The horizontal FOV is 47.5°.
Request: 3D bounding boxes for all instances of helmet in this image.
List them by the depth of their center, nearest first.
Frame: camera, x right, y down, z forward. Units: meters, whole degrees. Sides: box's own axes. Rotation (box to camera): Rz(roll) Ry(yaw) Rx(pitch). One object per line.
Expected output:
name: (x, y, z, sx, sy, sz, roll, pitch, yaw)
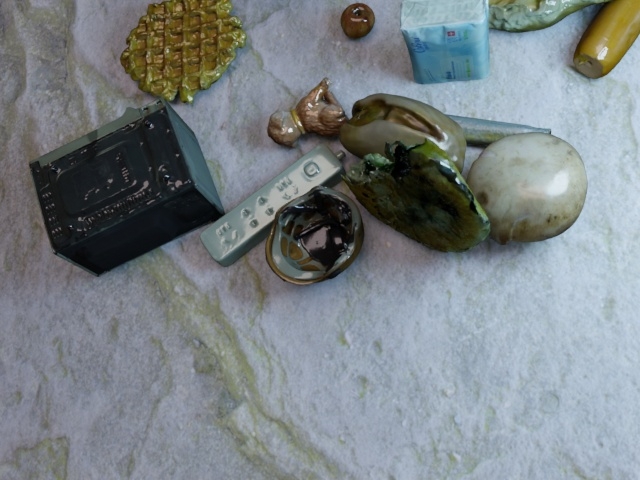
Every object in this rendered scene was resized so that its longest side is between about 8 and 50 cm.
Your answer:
helmet: (0.000, 0.000, 1.574, 0.224, 0.130, 0.198, -45, 64, 7)

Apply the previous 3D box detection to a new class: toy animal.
toy animal: (-0.022, -0.254, 1.682, 0.185, 0.104, 0.184, -28, 77, -2)

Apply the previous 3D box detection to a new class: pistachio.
pistachio: (0.183, -0.213, 1.571, 0.288, 0.197, 0.166, 26, 68, 27)

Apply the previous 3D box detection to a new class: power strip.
power strip: (-0.100, -0.088, 1.662, 0.385, 0.062, 0.091, -37, 71, 0)

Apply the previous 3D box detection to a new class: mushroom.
mushroom: (0.416, -0.104, 1.481, 0.255, 0.184, 0.255, -4, 74, 14)

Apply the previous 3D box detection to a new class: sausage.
sausage: (0.670, -0.499, 1.592, 0.112, 0.112, 0.328, 34, 80, 21)

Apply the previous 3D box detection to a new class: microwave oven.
microwave oven: (-0.445, -0.121, 1.670, 0.355, 0.218, 0.286, -24, 67, 4)

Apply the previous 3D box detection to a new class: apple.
apple: (0.090, -0.530, 1.759, 0.084, 0.071, 0.084, -1, 73, 4)

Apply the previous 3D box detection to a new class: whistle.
whistle: (0.339, -0.244, 1.609, 0.326, 0.068, 0.057, 11, 44, 17)

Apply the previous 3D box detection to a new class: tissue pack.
tissue pack: (0.276, -0.430, 1.577, 0.177, 0.263, 0.089, -2, 75, 13)

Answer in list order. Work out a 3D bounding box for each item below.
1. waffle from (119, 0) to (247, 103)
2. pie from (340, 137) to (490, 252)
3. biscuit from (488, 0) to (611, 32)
waffle: (-0.350, -0.503, 1.855, 0.302, 0.068, 0.325, 38, 82, 21)
pie: (0.198, -0.084, 1.459, 0.296, 0.371, 0.078, 39, 74, -12)
biscuit: (0.517, -0.572, 1.633, 0.329, 0.078, 0.335, -48, 48, -4)
